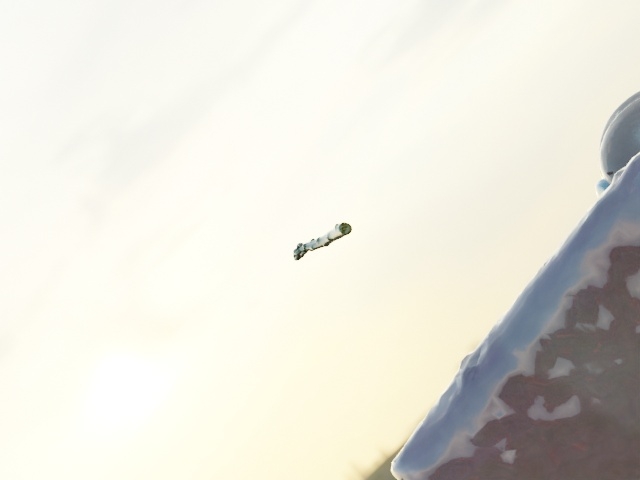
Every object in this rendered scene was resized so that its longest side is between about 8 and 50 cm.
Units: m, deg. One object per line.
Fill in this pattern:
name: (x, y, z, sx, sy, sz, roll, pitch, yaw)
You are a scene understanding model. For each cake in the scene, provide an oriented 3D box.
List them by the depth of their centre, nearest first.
cake: (0.221, 0.076, 1.155, 0.309, 0.230, 0.237, -53, -9, 30)

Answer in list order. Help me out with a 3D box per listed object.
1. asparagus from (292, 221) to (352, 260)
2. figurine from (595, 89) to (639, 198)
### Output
asparagus: (0.000, 0.000, 1.750, 0.016, 0.016, 0.163, -34, 3, -19)
figurine: (0.371, 0.070, 1.622, 0.248, 0.276, 0.388, -54, -46, -3)
